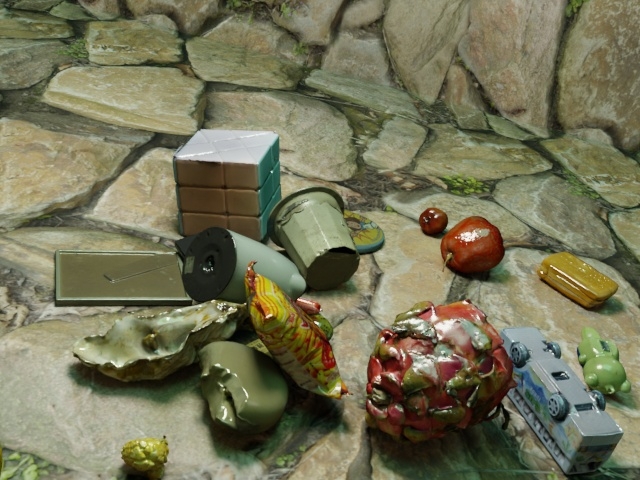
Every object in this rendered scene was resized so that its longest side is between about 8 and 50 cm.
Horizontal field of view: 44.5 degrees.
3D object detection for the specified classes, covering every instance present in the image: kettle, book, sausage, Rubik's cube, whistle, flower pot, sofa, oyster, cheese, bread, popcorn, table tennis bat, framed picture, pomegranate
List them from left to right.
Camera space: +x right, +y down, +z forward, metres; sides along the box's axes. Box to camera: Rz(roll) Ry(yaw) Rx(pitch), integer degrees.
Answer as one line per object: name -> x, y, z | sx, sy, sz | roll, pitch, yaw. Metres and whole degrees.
framed picture -> -0.450, 0.081, 1.776 | 0.290, 0.020, 0.211 | 1, 31, -20
popcorn -> -0.287, 0.365, 1.293 | 0.084, 0.084, 0.084 | 10, 29, -5
oyster -> -0.295, 0.198, 1.524 | 0.341, 0.110, 0.166 | -20, 33, -30
sofa -> -0.285, 0.047, 1.875 | 0.085, 0.060, 0.147 | -19, 41, -25
Rubik's cube -> -0.234, -0.149, 2.021 | 0.222, 0.224, 0.231 | 4, 28, 10
book -> -0.177, 0.201, 1.665 | 0.228, 0.024, 0.160 | 29, 30, 29
kettle -> -0.179, 0.079, 1.705 | 0.221, 0.161, 0.236 | -6, -18, 39
cheese -> -0.141, 0.276, 1.440 | 0.175, 0.091, 0.202 | 24, 23, -21
sausage -> -0.055, 0.143, 1.808 | 0.130, 0.034, 0.034 | 16, 29, 6
pomegranate -> -0.015, 0.200, 1.690 | 0.073, 0.073, 0.085 | 30, 48, 29
flower pot -> 0.000, 0.000, 1.928 | 0.213, 0.212, 0.202 | -4, 40, -28
table tennis bat -> 0.018, -0.035, 2.155 | 0.329, 0.044, 0.215 | 7, 30, -13
bread -> 0.698, 0.109, 2.129 | 0.116, 0.077, 0.200 | -13, 39, -41
whistle -> 0.638, 0.275, 1.798 | 0.105, 0.085, 0.227 | 11, 30, -3

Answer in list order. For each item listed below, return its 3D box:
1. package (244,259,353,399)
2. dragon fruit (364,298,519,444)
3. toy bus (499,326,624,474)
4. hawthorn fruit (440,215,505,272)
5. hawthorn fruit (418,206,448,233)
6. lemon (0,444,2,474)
package -> -0.060, 0.186, 1.511 | 0.288, 0.108, 0.223 | 49, 0, -22
dragon fruit -> 0.210, 0.266, 1.493 | 0.291, 0.269, 0.250 | -35, 53, -9
toy bus -> 0.469, 0.317, 1.600 | 0.109, 0.135, 0.329 | 0, 31, -20
hawthorn fruit -> 0.388, 0.023, 2.111 | 0.204, 0.162, 0.162 | -18, 38, -16
hawthorn fruit -> 0.335, -0.056, 2.283 | 0.081, 0.081, 0.093 | 34, 21, 34
lemon -> -0.589, 0.306, 1.091 | 0.219, 0.240, 0.240 | 25, 31, 28
